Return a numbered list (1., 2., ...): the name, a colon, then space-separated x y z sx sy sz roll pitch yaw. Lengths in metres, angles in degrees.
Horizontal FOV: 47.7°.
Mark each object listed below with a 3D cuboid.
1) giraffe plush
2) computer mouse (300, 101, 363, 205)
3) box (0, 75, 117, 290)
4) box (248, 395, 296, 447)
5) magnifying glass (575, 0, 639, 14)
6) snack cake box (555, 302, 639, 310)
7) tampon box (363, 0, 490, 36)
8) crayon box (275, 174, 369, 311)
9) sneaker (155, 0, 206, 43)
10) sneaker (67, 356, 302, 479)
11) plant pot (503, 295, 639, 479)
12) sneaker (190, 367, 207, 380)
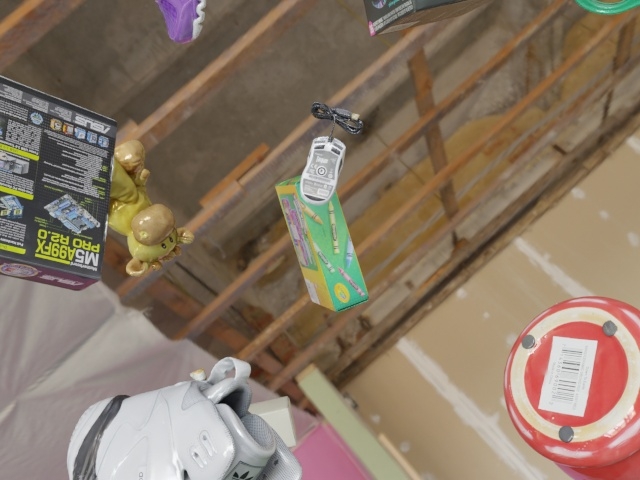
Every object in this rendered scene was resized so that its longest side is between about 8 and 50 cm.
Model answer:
1. giraffe plush: -0.306 -0.034 1.195 0.181 0.170 0.210 -42 -11 -9
2. computer mouse: 0.009 -0.158 1.363 0.042 0.106 0.193 67 -140 -83
3. box: -0.370 -0.077 0.811 0.270 0.216 0.060 18 -28 -40
4. box: -0.197 0.443 1.669 0.275 0.094 0.113 -12 4 -1
5. magnifying glass: 0.431 -0.330 0.907 0.026 0.230 0.092 -57 -36 -37
6. snack cake box: 0.509 0.196 1.172 0.089 0.264 0.152 -65 -23 -65
7. tampon box: 0.090 -0.284 0.654 0.101 0.161 0.120 -16 8 -12
8. crayon box: 0.000 0.000 1.523 0.081 0.279 0.165 -20 9 -16
9. sneaker: -0.205 -0.344 0.846 0.104 0.095 0.237 -24 -58 -20
10. sneaker: -0.128 0.284 0.669 0.210 0.366 0.137 -29 -40 19
11. plant pot: 0.298 0.160 0.734 0.174 0.191 0.191 32 -76 -40
12. sneaker: -0.247 0.284 1.486 0.031 0.037 0.083 -21 -6 -10
